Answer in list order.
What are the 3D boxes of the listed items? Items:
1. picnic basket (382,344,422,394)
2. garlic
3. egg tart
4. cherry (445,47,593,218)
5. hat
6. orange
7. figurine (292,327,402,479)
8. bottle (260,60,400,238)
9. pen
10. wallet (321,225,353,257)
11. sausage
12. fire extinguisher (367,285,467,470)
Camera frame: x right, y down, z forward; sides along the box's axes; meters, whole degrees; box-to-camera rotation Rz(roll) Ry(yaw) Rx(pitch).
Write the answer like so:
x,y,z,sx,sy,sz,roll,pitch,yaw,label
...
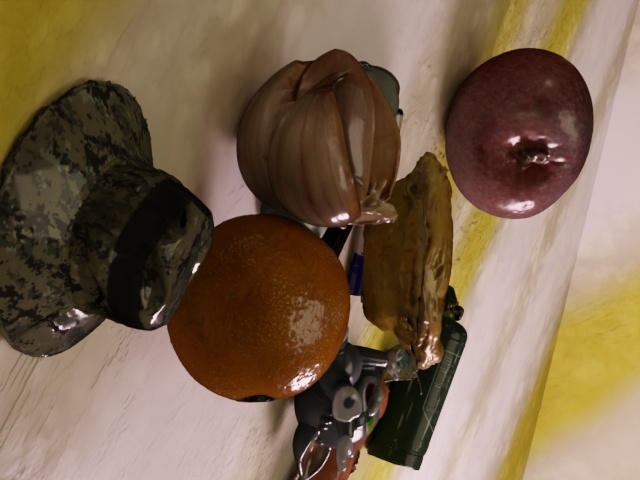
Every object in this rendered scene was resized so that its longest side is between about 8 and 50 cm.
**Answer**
x,y,z,sx,sy,sz,roll,pitch,yaw,label
0.124,0.210,2.229,0.083,0.065,0.083,-56,134,-59,picnic basket
-0.014,-0.096,1.456,0.214,0.160,0.191,-19,99,-63,garlic
0.108,0.025,1.817,0.295,0.116,0.295,4,90,-89,egg tart
0.306,-0.173,2.154,0.307,0.221,0.261,-60,169,-65,cherry
-0.164,0.002,1.197,0.265,0.128,0.266,-55,157,-36,hat
-0.061,0.071,1.431,0.206,0.206,0.206,-52,152,-43,orange
0.014,0.200,1.824,0.265,0.140,0.193,55,43,-54,figurine
0.013,-0.108,1.642,0.096,0.079,0.254,48,55,-23,bottle
0.074,-0.051,1.908,0.033,0.033,0.269,-27,132,-63,pen
0.000,0.000,1.743,0.230,0.042,0.124,-63,160,-22,wallet
0.014,0.321,2.002,0.327,0.079,0.087,-62,147,-30,sausage
0.170,0.219,2.310,0.114,0.095,0.311,170,-59,-80,fire extinguisher
